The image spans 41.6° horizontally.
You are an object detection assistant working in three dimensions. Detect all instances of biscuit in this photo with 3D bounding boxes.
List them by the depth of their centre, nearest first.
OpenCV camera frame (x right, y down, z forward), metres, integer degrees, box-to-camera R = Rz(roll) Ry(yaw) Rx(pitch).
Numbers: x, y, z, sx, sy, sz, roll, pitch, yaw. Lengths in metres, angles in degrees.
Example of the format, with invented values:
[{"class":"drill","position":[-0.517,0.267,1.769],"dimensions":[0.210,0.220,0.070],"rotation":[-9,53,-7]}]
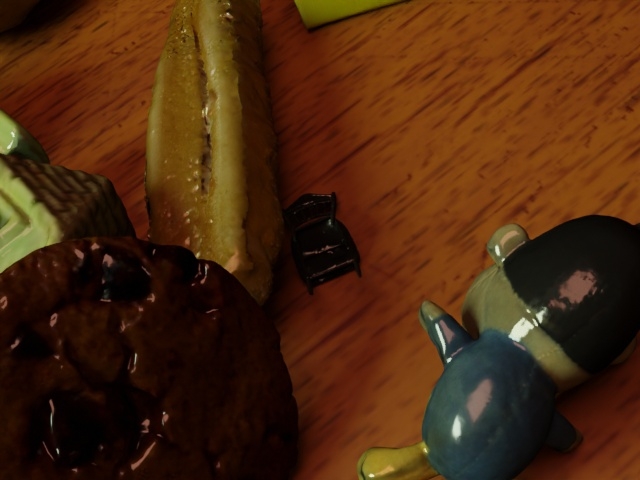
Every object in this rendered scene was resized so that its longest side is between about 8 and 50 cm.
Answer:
[{"class":"biscuit","position":[-0.094,0.092,0.376],"dimensions":[0.192,0.192,0.049],"rotation":[-50,24,-18]}]

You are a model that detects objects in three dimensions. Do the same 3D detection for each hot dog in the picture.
[{"class":"hot dog","position":[-0.065,-0.068,0.533],"dimensions":[0.083,0.068,0.289],"rotation":[-22,48,20]}]

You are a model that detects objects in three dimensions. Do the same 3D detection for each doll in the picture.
[{"class":"doll","position":[0.092,0.056,0.394],"dimensions":[0.102,0.089,0.179],"rotation":[44,87,-6]}]

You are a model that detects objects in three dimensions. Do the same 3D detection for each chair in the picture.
[{"class":"chair","position":[0.001,0.001,0.491],"dimensions":[0.037,0.042,0.086],"rotation":[-20,17,2]}]

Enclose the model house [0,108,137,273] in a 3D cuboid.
[{"class":"model house","position":[-0.214,0.010,0.463],"dimensions":[0.214,0.195,0.189],"rotation":[35,65,31]}]

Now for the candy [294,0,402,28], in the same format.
[{"class":"candy","position":[0.027,-0.298,0.653],"dimensions":[0.146,0.088,0.276],"rotation":[-16,54,8]}]

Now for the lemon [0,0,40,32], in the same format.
[{"class":"lemon","position":[-0.302,-0.267,0.667],"dimensions":[0.204,0.204,0.260],"rotation":[-7,55,13]}]
